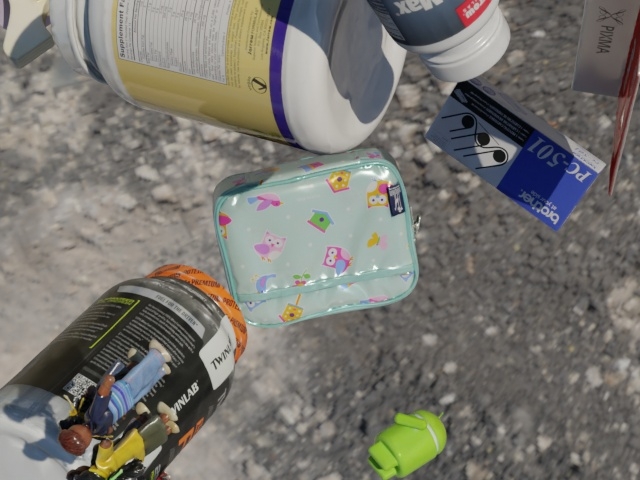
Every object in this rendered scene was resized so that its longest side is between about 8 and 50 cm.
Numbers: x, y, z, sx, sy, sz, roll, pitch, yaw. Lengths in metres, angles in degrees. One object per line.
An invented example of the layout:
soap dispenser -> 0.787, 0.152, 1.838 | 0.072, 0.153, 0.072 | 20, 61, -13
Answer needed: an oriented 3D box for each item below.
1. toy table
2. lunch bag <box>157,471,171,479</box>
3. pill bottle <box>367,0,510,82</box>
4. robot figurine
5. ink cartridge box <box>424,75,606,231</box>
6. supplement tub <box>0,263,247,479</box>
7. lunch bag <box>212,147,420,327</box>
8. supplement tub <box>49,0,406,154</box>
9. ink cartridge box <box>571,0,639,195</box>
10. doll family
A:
toy table -> -0.396, -0.373, 1.810 | 0.252, 0.274, 0.161 | -44, 70, -9
lunch bag -> -0.210, 0.443, 1.502 | 0.120, 0.258, 0.293 | 22, 98, -25
pill bottle -> 0.091, -0.222, 1.032 | 0.108, 0.108, 0.180 | -13, 139, 28
robot figurine -> 0.118, 0.270, 1.622 | 0.067, 0.115, 0.101 | 46, 153, 33
ink cartridge box -> 0.241, -0.113, 1.521 | 0.207, 0.046, 0.097 | 37, 121, 11
supplement tub -> -0.243, 0.185, 1.481 | 0.207, 0.338, 0.207 | 18, 131, 23
lunch bag -> 0.000, 0.000, 1.684 | 0.279, 0.108, 0.224 | -11, 105, -1
supplement tub -> -0.095, -0.239, 1.301 | 0.331, 0.241, 0.241 | 16, 111, 24
ink cartridge box -> 0.306, -0.223, 1.279 | 0.066, 0.296, 0.261 | 10, 71, 11
doll family -> -0.174, 0.158, 1.009 | 0.076, 0.111, 0.193 | 31, 144, 30
